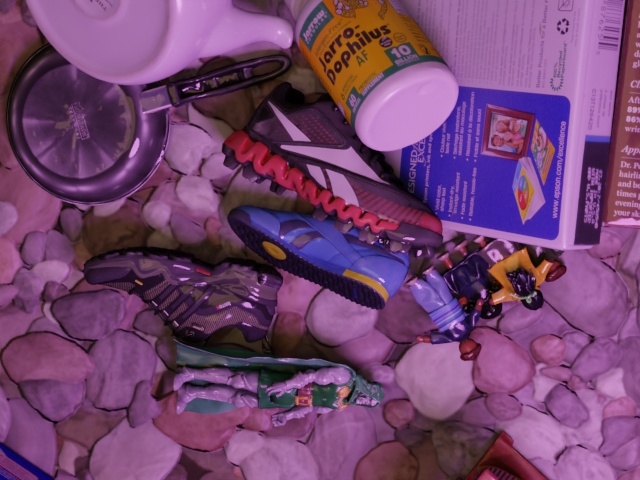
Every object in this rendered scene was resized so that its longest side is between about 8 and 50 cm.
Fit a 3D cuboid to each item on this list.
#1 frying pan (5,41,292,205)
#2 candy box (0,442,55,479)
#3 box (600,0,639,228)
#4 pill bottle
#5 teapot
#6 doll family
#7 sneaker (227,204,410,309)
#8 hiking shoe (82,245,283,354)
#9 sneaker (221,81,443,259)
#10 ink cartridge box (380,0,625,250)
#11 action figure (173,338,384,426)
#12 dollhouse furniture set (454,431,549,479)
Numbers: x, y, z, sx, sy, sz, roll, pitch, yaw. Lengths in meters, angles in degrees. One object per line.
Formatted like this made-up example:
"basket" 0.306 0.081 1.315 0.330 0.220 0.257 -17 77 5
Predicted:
"frying pan" -0.204 -0.127 1.791 0.326 0.053 0.197 8 99 11
"candy box" -0.506 0.347 1.856 0.268 0.122 0.317 34 100 3
"box" 0.389 -0.197 1.629 0.191 0.143 0.381 7 99 0
"pill bottle" 0.046 -0.204 1.670 0.118 0.117 0.208 -38 60 11
"teapot" -0.188 -0.302 1.702 0.253 0.187 0.256 4 119 34
"doll family" 0.185 0.050 1.737 0.193 0.076 0.111 -33 95 16
"sneaker" 0.000 0.000 1.770 0.209 0.069 0.082 24 67 14
"hiking shoe" -0.159 0.070 1.784 0.227 0.086 0.114 8 95 7
"sneaker" 0.027 -0.082 1.704 0.276 0.098 0.135 31 92 26
"ink cartridge box" 0.172 -0.160 1.668 0.307 0.072 0.303 13 102 50
"action figure" -0.045 0.164 1.773 0.232 0.137 0.063 1 54 2
"dollhouse furniture set" 0.272 0.396 1.695 0.374 0.201 0.152 42 101 3
